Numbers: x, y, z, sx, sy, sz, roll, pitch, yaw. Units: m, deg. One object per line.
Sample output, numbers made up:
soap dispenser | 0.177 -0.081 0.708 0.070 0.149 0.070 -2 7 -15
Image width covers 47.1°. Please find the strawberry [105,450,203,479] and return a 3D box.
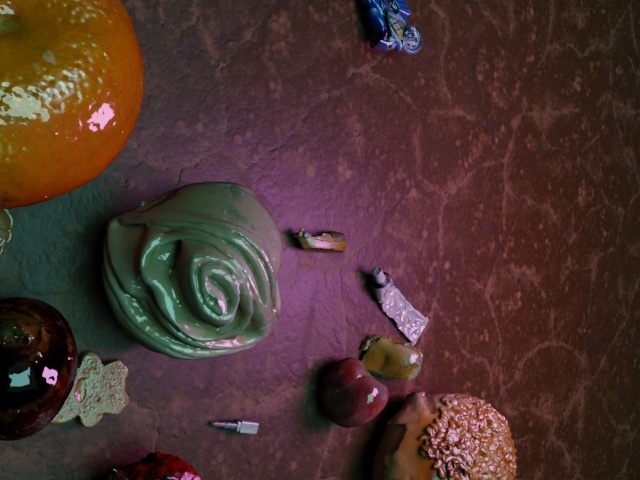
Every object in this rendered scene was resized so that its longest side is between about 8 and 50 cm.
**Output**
strawberry | -0.300 0.496 1.346 0.280 0.150 0.253 13 104 -42

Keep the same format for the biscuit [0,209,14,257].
biscuit | -0.554 -0.011 1.190 0.102 0.019 0.130 29 73 -38

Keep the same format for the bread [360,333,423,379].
bread | 0.181 0.288 1.760 0.156 0.110 0.103 14 88 -39

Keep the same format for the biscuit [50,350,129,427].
biscuit | -0.426 0.269 1.302 0.184 0.027 0.133 -15 101 -37

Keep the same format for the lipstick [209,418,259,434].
lipstick | -0.180 0.381 1.514 0.107 0.025 0.025 16 81 -32

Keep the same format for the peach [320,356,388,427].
peach | 0.069 0.351 1.653 0.152 0.152 0.152 -2 93 -40

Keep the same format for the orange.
orange | -0.472 -0.241 1.055 0.424 0.326 0.424 11 69 -29

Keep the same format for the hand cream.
hand cream | 0.187 0.153 1.798 0.084 0.050 0.257 -56 130 -21

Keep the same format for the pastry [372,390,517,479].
pastry | 0.315 0.553 1.791 0.409 0.245 0.410 0 89 -39

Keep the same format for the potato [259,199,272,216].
potato | -0.169 0.010 1.428 0.137 0.154 0.200 -55 148 -75

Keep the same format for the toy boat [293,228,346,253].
toy boat | 0.000 0.000 1.637 0.149 0.047 0.049 6 74 -42

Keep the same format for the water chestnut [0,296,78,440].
water chestnut | -0.490 0.203 1.147 0.224 0.223 0.238 -47 158 -29

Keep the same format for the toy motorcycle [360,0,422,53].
toy motorcycle | 0.142 -0.534 1.709 0.135 0.092 0.254 -39 107 -22

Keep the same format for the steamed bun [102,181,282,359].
steamed bun | -0.226 0.061 1.261 0.324 0.219 0.310 -6 99 3
